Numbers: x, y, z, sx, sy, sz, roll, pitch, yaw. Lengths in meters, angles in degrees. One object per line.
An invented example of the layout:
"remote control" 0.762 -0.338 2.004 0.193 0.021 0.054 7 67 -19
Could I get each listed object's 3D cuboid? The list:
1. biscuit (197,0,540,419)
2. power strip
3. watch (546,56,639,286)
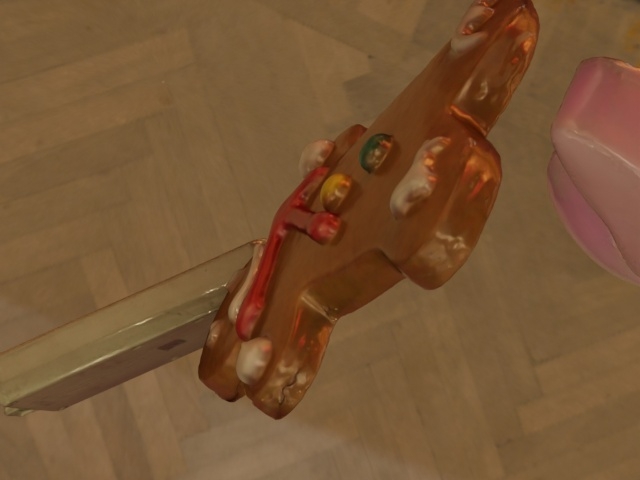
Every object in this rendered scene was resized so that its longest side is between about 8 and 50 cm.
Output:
"biscuit" 0.000 0.000 0.644 0.047 0.339 0.216 32 54 -15
"power strip" -0.133 0.069 0.851 0.270 0.118 0.046 -24 75 4
"watch" 0.241 -0.035 0.432 0.248 0.211 0.217 48 65 -18
